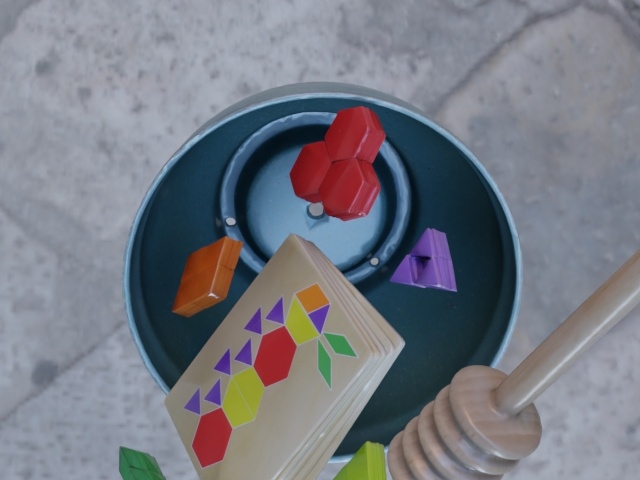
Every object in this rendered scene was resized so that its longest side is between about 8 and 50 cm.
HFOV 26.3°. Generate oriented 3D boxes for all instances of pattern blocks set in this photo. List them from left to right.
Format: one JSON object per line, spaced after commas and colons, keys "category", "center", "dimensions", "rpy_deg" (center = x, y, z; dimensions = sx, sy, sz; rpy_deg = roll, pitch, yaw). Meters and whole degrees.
{"category": "pattern blocks set", "center": [-0.028, 0.095, 0.941], "dimensions": [0.026, 0.285, 0.325], "rpy_deg": [22, 122, -40]}

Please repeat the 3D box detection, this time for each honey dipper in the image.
{"category": "honey dipper", "center": [0.070, 0.018, 0.349], "dimensions": [0.030, 0.030, 0.160], "rpy_deg": [19, 131, -22]}

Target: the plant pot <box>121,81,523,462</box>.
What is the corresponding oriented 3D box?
{"category": "plant pot", "center": [0.000, 0.000, 1.089], "dimensions": [0.293, 0.196, 0.293], "rpy_deg": [-1, 111, -1]}
